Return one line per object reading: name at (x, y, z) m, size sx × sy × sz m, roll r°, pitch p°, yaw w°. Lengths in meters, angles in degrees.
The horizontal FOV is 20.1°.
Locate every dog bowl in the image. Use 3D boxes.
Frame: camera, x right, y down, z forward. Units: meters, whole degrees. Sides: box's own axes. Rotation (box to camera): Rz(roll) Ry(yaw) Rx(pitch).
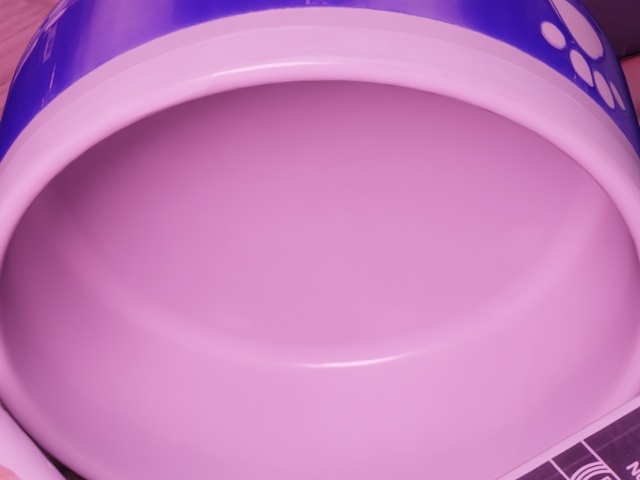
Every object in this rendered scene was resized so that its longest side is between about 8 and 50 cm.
dog bowl at (0.000, 0.000, 0.714) m, size 0.264 × 0.265 × 0.104 m, roll 0°, pitch 45°, yaw -1°

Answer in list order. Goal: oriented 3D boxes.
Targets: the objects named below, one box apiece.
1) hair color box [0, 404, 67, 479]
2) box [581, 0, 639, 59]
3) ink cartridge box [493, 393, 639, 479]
hair color box at (-0.216, 0.102, 0.648) m, size 0.185 × 0.114 × 0.374 m, roll -31°, pitch 68°, yaw -37°
box at (0.186, -0.324, 1.051) m, size 0.293 × 0.212 × 0.395 m, roll -17°, pitch 51°, yaw -16°
ink cartridge box at (0.133, 0.119, 0.674) m, size 0.332 × 0.165 × 0.065 m, roll -28°, pitch 54°, yaw -23°
